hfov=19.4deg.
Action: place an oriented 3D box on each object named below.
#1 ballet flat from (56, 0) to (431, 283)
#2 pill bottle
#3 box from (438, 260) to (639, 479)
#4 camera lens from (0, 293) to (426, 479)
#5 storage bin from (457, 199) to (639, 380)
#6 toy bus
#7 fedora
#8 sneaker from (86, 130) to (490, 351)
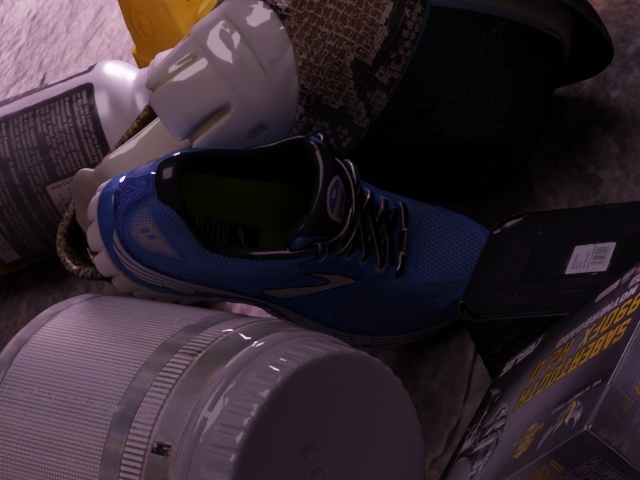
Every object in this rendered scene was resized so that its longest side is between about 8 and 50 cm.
[{"bbox_3d":[-0.090,-0.084,1.512,0.182,0.164,0.483,-17,-17,-37],"label":"ballet flat"},{"bbox_3d":[-0.228,-0.079,1.797,0.278,0.162,0.162,-20,32,12],"label":"pill bottle"},{"bbox_3d":[0.161,0.115,1.215,0.183,0.056,0.231,-55,6,-38],"label":"box"},{"bbox_3d":[-0.093,0.155,1.301,0.274,0.219,0.219,6,45,42],"label":"camera lens"},{"bbox_3d":[0.206,0.042,1.370,0.180,0.084,0.122,-7,37,32],"label":"storage bin"},{"bbox_3d":[-0.126,-0.304,2.001,0.220,0.211,0.149,-42,33,-25],"label":"toy bus"},{"bbox_3d":[0.078,-0.125,1.596,0.334,0.334,0.152,-3,70,34],"label":"fedora"},{"bbox_3d":[0.000,0.000,1.405,0.147,0.330,0.130,-33,55,56],"label":"sneaker"}]
